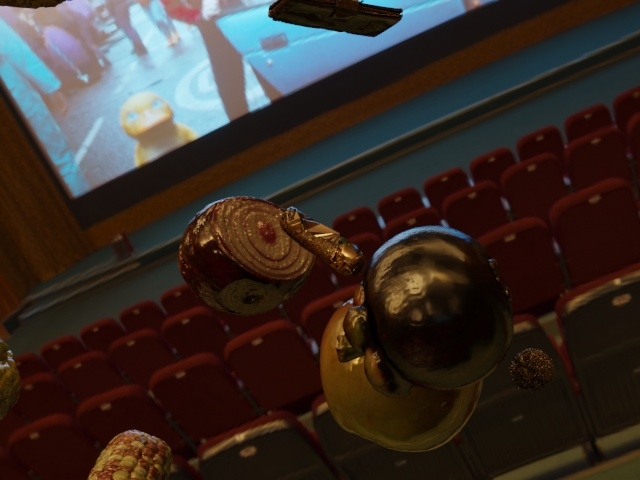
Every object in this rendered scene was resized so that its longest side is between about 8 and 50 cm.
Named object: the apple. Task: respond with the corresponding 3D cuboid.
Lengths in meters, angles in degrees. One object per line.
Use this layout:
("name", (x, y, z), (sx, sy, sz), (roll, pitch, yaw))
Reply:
("apple", (0.166, 0.270, 1.466), (0.339, 0.339, 0.304), (-9, 65, 43))

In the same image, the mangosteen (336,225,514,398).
("mangosteen", (0.153, 0.120, 1.161), (0.302, 0.275, 0.275), (-29, 16, 21))

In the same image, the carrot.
("carrot", (-0.001, 0.001, 1.423), (0.069, 0.068, 0.229), (-34, 44, -23))

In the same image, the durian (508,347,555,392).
("durian", (0.373, 0.226, 1.271), (0.091, 0.080, 0.080), (-7, -1, -45))

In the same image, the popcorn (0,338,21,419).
("popcorn", (-0.555, 0.211, 1.099), (0.217, 0.181, 0.235), (-45, -5, -35))

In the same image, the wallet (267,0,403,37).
("wallet", (0.028, -0.426, 1.360), (0.230, 0.042, 0.124), (5, -4, -23))

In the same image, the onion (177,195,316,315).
("onion", (-0.197, 0.062, 1.827), (0.337, 0.281, 0.260), (9, -42, -37))

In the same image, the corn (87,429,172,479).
("corn", (-0.223, 0.304, 0.753), (0.086, 0.086, 0.253), (-21, 26, 18))

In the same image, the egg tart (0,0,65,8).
("egg tart", (-0.429, -0.476, 1.040), (0.291, 0.290, 0.107), (-31, 32, -15))
